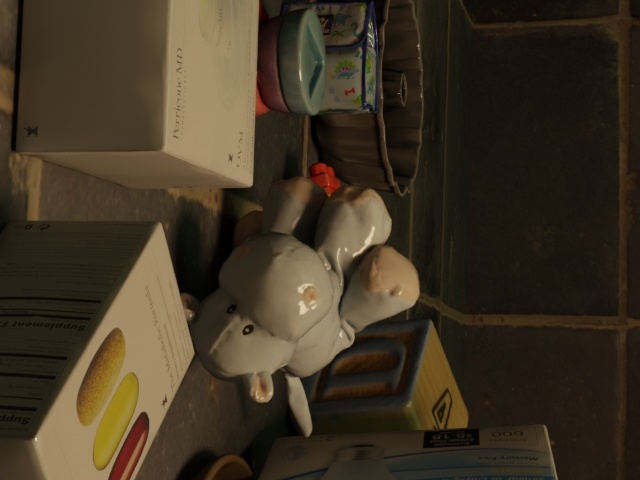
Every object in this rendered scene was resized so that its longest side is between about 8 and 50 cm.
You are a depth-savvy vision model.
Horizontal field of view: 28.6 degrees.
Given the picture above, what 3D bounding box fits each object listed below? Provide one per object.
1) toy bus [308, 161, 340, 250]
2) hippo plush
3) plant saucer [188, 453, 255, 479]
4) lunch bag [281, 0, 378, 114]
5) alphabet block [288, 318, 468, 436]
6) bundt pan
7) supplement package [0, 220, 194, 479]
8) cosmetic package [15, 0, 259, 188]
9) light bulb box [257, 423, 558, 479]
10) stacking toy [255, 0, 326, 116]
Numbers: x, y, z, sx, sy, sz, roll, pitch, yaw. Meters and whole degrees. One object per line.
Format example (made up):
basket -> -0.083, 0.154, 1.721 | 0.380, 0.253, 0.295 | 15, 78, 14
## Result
toy bus -> 0.000, 0.000, 1.674 | 0.220, 0.149, 0.211 | 9, 69, -72
hippo plush -> -0.064, 0.058, 1.402 | 0.294, 0.234, 0.236 | -52, 157, 24
plant saucer -> -0.121, 0.378, 1.401 | 0.278, 0.041, 0.278 | 0, 90, -74
lunch bag -> 0.010, -0.248, 1.697 | 0.096, 0.129, 0.151 | 5, 86, -75
alphabet block -> 0.089, 0.253, 1.823 | 0.193, 0.192, 0.197 | -66, 142, -49
bundt pan -> 0.070, -0.231, 1.928 | 0.331, 0.124, 0.331 | 1, 90, -74
supplement package -> -0.201, 0.108, 0.917 | 0.244, 0.134, 0.139 | -69, 154, -52
cosmetic package -> -0.150, -0.169, 1.098 | 0.225, 0.138, 0.224 | 16, 75, -73
light bulb box -> 0.099, 0.379, 1.421 | 0.361, 0.358, 0.225 | -64, 149, -78
stacking toy -> -0.042, -0.312, 1.501 | 0.279, 0.130, 0.309 | 41, 50, -71
